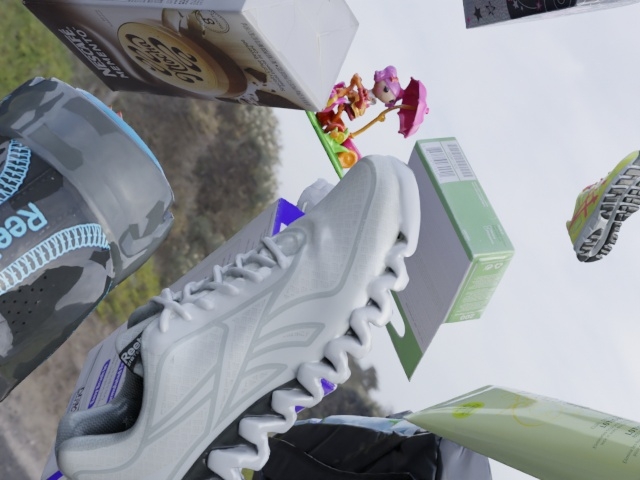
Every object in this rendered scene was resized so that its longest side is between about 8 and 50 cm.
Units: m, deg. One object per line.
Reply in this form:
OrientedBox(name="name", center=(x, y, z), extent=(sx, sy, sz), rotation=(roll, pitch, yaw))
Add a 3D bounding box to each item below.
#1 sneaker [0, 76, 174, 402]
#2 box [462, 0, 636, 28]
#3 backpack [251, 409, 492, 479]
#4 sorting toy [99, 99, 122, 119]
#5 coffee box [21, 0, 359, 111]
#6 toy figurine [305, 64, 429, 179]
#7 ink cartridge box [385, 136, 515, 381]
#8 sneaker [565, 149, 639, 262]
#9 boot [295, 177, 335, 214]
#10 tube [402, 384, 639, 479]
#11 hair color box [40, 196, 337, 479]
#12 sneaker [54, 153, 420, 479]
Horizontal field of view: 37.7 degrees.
OrientedBox(name="sneaker", center=(-0.210, 0.045, 0.459), extent=(0.125, 0.140, 0.341), rotation=(46, -44, -6))
OrientedBox(name="box", center=(0.289, -0.340, 1.123), extent=(0.247, 0.163, 0.142), rotation=(-166, -116, -69))
OrientedBox(name="backpack", center=(0.055, 0.363, 1.229), extent=(0.273, 0.355, 0.290), rotation=(16, 76, -52))
OrientedBox(name="sorting toy", center=(-0.237, -0.102, 0.887), extent=(0.042, 0.102, 0.061), rotation=(57, -15, -14))
OrientedBox(name="coffee box", center=(-0.135, -0.235, 0.971), extent=(0.297, 0.119, 0.168), rotation=(11, -20, 33))
OrientedBox(name="toy figurine", center=(0.065, -0.179, 1.262), extent=(0.173, 0.159, 0.130), rotation=(60, 3, -37))
OrientedBox(name="ink cartridge box", center=(0.125, 0.025, 1.059), extent=(0.235, 0.056, 0.171), rotation=(106, -29, -48))
OrientedBox(name="sneaker", center=(0.448, -0.068, 1.486), extent=(0.208, 0.081, 0.094), rotation=(-63, -150, 34))
OrientedBox(name="boot", center=(0.000, 0.000, 1.351), extent=(0.123, 0.095, 0.258), rotation=(26, 33, 3))
OrientedBox(name="tube", center=(0.163, 0.138, 0.646), extent=(0.070, 0.062, 0.240), rotation=(35, -13, -29))
OrientedBox(name="hair color box", center=(-0.126, 0.128, 0.944), extent=(0.110, 0.339, 0.185), rotation=(40, 34, -24))
OrientedBox(name="sneaker", center=(-0.049, 0.058, 0.580), extent=(0.118, 0.292, 0.110), rotation=(37, 2, -17))
